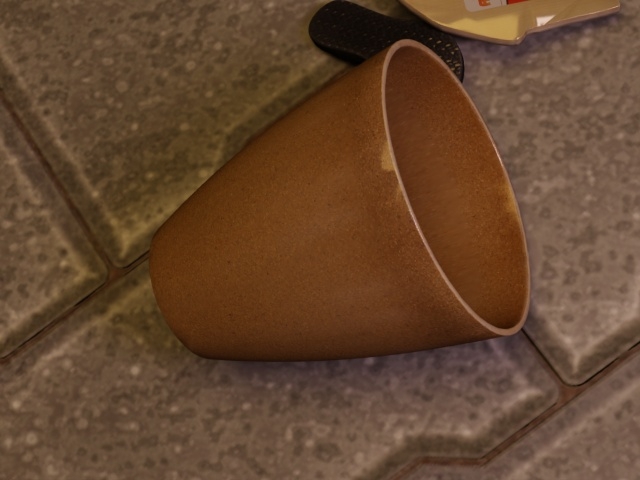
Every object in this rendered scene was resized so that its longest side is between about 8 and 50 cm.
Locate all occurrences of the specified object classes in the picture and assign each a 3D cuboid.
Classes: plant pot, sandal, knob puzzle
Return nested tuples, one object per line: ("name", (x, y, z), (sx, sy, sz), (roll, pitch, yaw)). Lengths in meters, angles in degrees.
("plant pot", (0.000, 0.000, 1.295), (0.254, 0.237, 0.237), (-21, 63, 23))
("sandal", (0.063, -0.162, 1.435), (0.067, 0.040, 0.179), (-48, 48, -11))
("knob puzzle", (0.143, -0.242, 1.430), (0.213, 0.030, 0.213), (-2, 62, 4))
